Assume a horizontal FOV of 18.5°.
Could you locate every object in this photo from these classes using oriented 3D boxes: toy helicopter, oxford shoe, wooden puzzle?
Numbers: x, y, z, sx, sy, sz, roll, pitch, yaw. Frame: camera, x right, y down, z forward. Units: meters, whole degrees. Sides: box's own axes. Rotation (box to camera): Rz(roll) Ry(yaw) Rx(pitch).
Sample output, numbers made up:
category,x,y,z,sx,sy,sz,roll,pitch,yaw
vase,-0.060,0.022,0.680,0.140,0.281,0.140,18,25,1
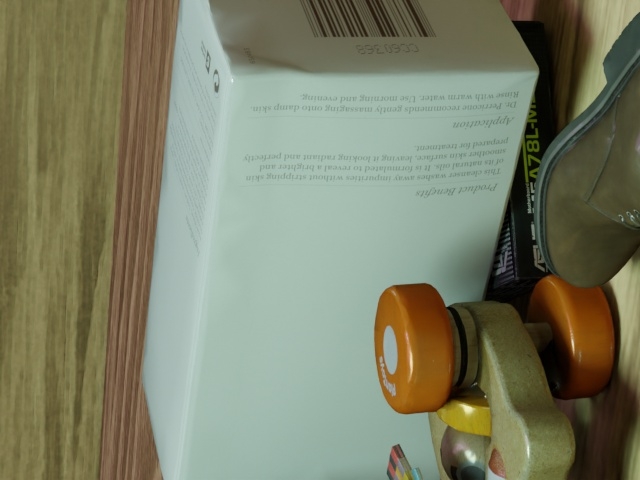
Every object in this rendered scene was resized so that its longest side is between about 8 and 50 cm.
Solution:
category,x,y,z,sx,sy,sz,roll,pitch,yaw
toy helicopter,0.125,0.204,1.252,0.235,0.140,0.355,104,157,-48
oxford shoe,0.183,-0.033,1.132,0.227,0.083,0.096,108,151,-51
wooden puzzle,0.056,0.164,1.264,0.083,0.006,0.049,95,153,-57

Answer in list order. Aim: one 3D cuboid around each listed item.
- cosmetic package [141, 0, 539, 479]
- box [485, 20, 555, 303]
category,x,y,z,sx,sy,sz,roll,pitch,yaw
cosmetic package,0.000,0.000,1.381,0.156,0.217,0.385,-110,26,-48
box,0.119,-0.047,1.421,0.191,0.045,0.184,149,121,-72
